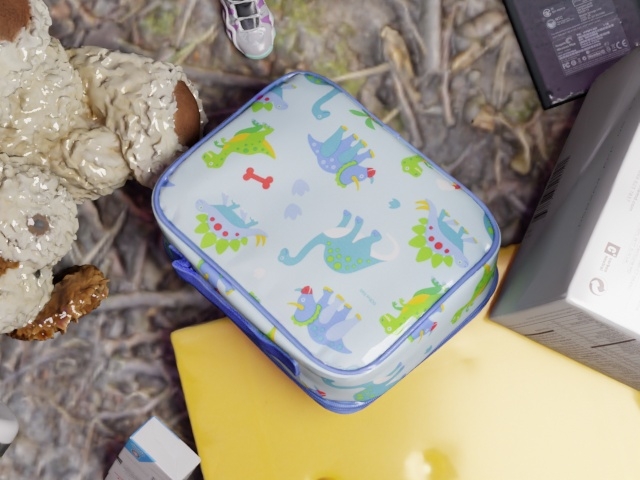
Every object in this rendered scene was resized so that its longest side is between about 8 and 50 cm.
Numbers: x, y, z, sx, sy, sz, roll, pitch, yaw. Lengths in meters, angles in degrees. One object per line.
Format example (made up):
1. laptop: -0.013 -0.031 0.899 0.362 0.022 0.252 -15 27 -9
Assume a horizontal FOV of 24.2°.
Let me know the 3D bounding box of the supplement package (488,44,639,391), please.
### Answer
1. supplement package: 0.285 0.014 0.975 0.262 0.198 0.199 26 81 -3

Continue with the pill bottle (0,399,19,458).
1. pill bottle: -0.320 0.187 1.066 0.119 0.119 0.208 34 88 5

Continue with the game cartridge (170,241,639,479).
1. game cartridge: 0.079 0.163 1.082 0.323 0.053 0.285 -14 85 0

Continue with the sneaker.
1. sneaker: -0.061 -0.184 1.102 0.038 0.069 0.098 -19 85 2

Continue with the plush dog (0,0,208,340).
1. plush dog: -0.235 -0.043 1.048 0.210 0.262 0.225 1 74 37

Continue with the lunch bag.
1. lunch bag: 0.000 0.000 1.037 0.219 0.090 0.176 41 72 21

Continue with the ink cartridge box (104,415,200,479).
1. ink cartridge box: -0.123 0.167 1.087 0.048 0.083 0.028 43 53 6

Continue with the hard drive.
1. hard drive: 0.187 -0.176 1.110 0.094 0.022 0.135 -20 85 2
